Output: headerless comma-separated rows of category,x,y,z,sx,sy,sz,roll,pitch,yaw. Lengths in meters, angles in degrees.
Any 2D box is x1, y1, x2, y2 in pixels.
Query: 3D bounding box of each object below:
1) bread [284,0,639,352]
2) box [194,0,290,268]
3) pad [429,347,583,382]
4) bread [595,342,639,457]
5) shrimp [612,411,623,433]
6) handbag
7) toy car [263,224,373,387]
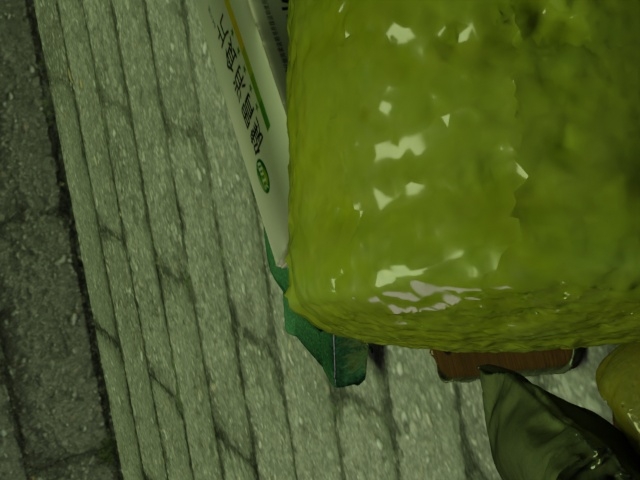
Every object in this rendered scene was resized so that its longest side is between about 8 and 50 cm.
bread,0.144,-0.086,0.917,0.348,0.348,0.307,174,93,-68
box,0.010,-0.157,1.347,0.145,0.173,0.333,119,137,-58
pad,0.136,-0.012,1.376,0.284,0.018,0.286,159,97,-69
bread,0.253,0.120,1.027,0.125,0.086,0.156,37,-162,-50
shrimp,0.260,0.173,1.178,0.114,0.023,0.083,-121,23,-48
handbag,0.219,0.246,1.101,0.253,0.109,0.315,-119,4,-83
toy car,0.000,0.000,1.601,0.141,0.097,0.320,46,144,50
